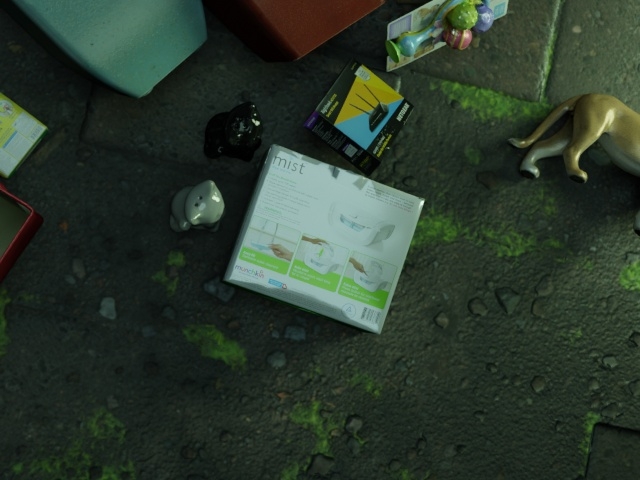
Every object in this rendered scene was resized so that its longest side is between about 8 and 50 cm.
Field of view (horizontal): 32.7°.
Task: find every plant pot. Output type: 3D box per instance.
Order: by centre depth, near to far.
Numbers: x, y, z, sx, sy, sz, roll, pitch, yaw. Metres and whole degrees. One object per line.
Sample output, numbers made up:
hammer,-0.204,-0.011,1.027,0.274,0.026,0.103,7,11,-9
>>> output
plant pot,-0.315,-0.355,1.650,0.248,0.247,0.252,-43,113,-9
plant pot,-0.050,-0.422,1.693,0.267,0.267,0.236,-35,106,-10

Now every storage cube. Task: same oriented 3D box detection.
storage cube,-0.543,-0.010,1.609,0.183,0.193,0.215,34,83,-7

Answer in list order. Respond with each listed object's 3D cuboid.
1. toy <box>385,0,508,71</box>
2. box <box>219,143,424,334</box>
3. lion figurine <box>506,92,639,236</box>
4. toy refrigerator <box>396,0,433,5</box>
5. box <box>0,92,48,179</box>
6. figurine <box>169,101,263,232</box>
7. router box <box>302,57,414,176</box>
toy,0.220,-0.349,1.783,0.237,0.137,0.056,-25,66,-9
box,0.000,0.000,1.736,0.262,0.127,0.231,19,84,-8
lion figurine,0.526,-0.157,1.832,0.392,0.142,0.240,30,75,-3
toy refrigerator,0.186,-0.533,1.807,0.094,0.102,0.270,3,86,-10
box,-0.528,-0.189,1.697,0.179,0.043,0.105,38,82,-8
figurine,-0.158,-0.107,1.671,0.092,0.209,0.215,26,83,-7
router box,0.064,-0.199,1.748,0.133,0.046,0.179,37,42,-6
